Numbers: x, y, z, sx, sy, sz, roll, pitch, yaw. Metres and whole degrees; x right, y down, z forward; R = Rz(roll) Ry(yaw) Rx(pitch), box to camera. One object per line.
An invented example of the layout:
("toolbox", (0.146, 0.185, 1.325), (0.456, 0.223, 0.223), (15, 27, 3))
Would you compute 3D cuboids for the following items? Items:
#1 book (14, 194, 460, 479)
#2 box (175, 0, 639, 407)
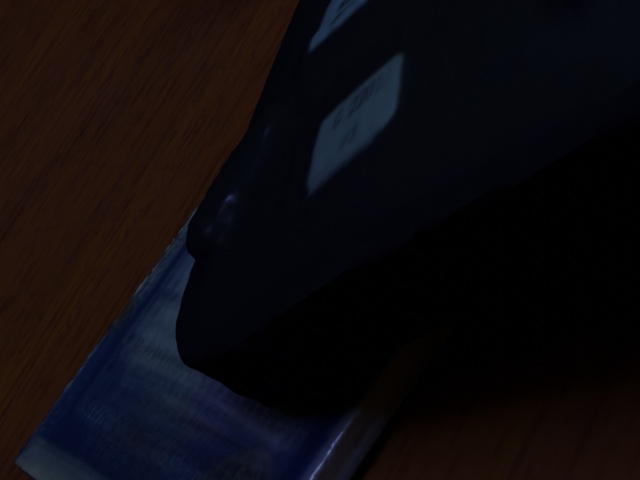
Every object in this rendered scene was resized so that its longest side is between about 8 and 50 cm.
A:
("book", (0.000, 0.000, 0.709), (0.322, 0.018, 0.228), (-55, 30, -11))
("box", (0.084, -0.123, 0.582), (0.359, 0.091, 0.350), (-33, 29, 55))
